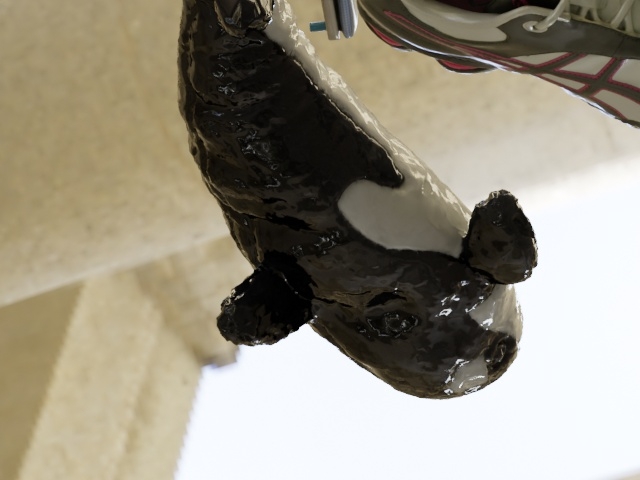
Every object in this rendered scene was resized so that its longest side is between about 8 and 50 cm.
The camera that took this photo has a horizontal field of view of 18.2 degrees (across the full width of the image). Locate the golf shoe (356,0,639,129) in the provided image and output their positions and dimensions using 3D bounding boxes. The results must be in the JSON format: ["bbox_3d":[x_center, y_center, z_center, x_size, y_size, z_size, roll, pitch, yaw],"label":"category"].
[{"bbox_3d":[0.143,-0.118,1.047,0.120,0.272,0.105,6,-87,-78],"label":"golf shoe"}]

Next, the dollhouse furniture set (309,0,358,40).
[{"bbox_3d":[0.078,-0.329,2.042,0.286,0.198,0.303,78,-171,-53],"label":"dollhouse furniture set"}]

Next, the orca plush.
[{"bbox_3d":[0.000,0.000,0.814,0.102,0.151,0.287,-58,-27,-20],"label":"orca plush"}]
